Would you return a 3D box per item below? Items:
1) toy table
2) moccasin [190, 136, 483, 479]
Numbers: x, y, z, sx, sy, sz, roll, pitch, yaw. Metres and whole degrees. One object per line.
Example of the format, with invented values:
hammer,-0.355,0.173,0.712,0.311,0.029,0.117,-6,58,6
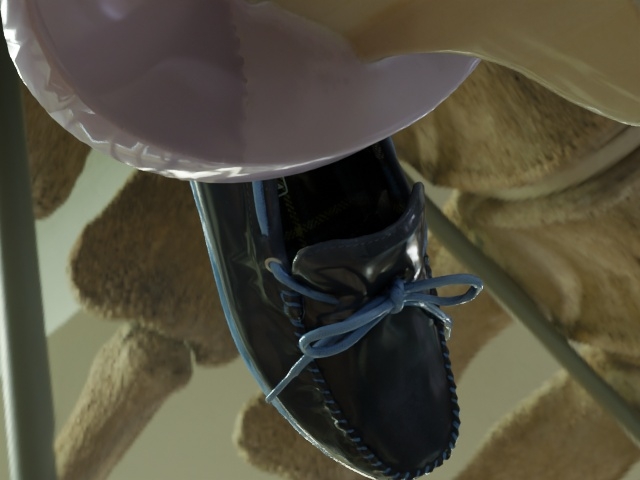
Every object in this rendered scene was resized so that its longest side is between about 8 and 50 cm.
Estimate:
toy table,0.028,-0.136,0.464,0.252,0.274,0.161,52,-37,-11
moccasin,0.000,0.000,0.679,0.138,0.117,0.342,-38,-70,-29
